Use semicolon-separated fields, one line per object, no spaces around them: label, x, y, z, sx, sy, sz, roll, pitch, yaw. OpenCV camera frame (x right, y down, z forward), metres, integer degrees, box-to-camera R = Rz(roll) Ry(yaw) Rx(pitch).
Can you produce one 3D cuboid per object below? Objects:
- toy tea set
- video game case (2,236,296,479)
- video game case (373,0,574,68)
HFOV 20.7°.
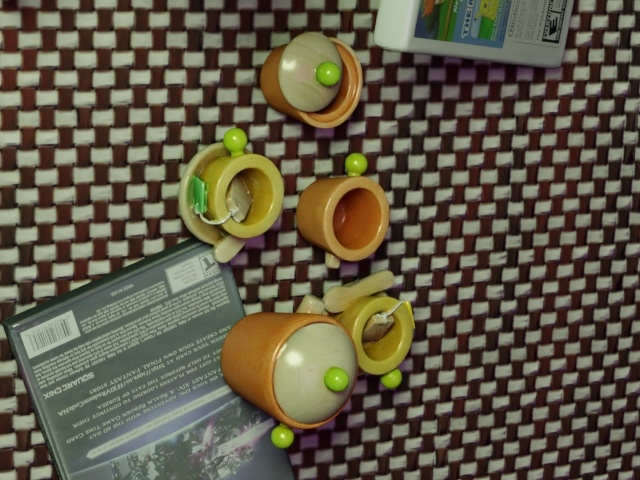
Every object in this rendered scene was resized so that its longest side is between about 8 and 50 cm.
toy tea set;0.000;0.000;1.441;0.200;0.124;0.336;-26;113;-32
video game case;-0.134;0.152;1.479;0.196;0.026;0.274;-24;113;-21
video game case;0.155;-0.311;1.435;0.300;0.036;0.329;-4;107;-59
